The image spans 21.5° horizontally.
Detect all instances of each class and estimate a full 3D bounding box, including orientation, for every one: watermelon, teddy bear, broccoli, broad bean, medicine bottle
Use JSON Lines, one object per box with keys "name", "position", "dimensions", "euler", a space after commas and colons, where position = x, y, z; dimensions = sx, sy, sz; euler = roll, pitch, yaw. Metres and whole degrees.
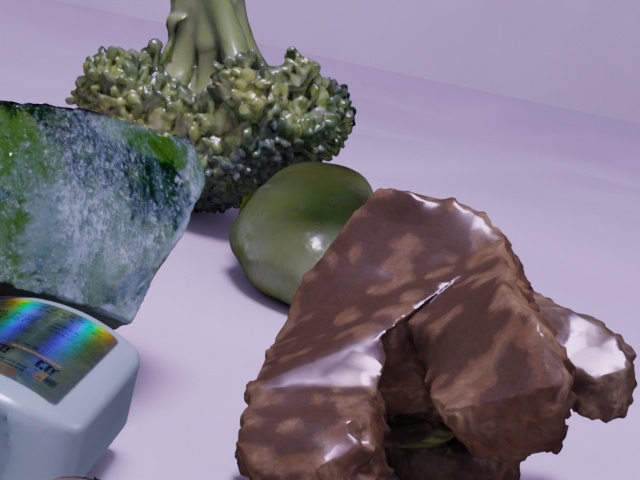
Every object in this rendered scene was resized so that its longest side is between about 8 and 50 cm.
{"name": "watermelon", "position": [-0.210, 0.007, 1.130], "dimensions": [0.193, 0.140, 0.256], "euler": [15, -23, -39]}
{"name": "teddy bear", "position": [0.065, 0.103, 0.977], "dimensions": [0.246, 0.222, 0.296], "euler": [-19, 29, 10]}
{"name": "broccoli", "position": [-0.114, -0.133, 1.628], "dimensions": [0.288, 0.260, 0.235], "euler": [0, 49, 17]}
{"name": "broad bean", "position": [0.000, 0.000, 1.463], "dimensions": [0.169, 0.100, 0.228], "euler": [-1, 20, -27]}
{"name": "medicine bottle", "position": [-0.180, 0.095, 0.898], "dimensions": [0.121, 0.083, 0.229], "euler": [16, 14, 4]}

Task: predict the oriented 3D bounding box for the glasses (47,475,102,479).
{"name": "glasses", "position": [-0.033, 0.152, 0.797], "dimensions": [0.189, 0.088, 0.220], "euler": [18, 13, 19]}
